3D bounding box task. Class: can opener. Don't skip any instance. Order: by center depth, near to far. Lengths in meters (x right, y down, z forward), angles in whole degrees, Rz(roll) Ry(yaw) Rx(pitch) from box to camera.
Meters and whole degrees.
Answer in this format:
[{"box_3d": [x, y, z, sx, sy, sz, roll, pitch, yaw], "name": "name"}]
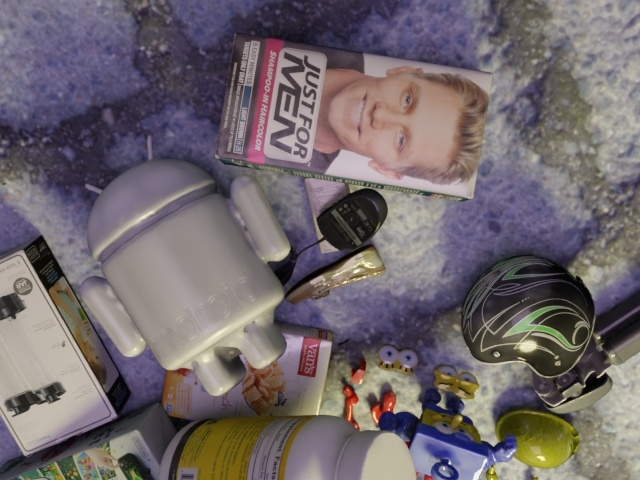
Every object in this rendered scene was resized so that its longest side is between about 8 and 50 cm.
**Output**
[{"box_3d": [0.440, 0.155, 1.469, 0.283, 0.076, 0.095, -36, 132, 12], "name": "can opener"}]

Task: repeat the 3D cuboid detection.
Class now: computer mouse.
[{"box_3d": [0.000, 0.000, 1.420, 0.242, 0.041, 0.071, -32, 98, 28], "name": "computer mouse"}]

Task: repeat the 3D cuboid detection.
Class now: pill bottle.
[{"box_3d": [-0.045, 0.337, 1.384, 0.334, 0.188, 0.188, -8, 107, 34], "name": "pill bottle"}]

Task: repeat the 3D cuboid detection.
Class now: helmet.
[{"box_3d": [0.283, 0.103, 1.406, 0.161, 0.169, 0.169, 21, 106, -19], "name": "helmet"}]

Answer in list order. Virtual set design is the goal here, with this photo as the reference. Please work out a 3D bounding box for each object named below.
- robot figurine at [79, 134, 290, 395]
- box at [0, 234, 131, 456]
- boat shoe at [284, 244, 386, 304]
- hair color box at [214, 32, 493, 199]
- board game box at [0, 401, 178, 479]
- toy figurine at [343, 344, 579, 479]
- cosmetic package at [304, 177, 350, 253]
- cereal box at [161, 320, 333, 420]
[{"box_3d": [-0.186, 0.035, 1.378, 0.300, 0.200, 0.353, -34, 86, 6], "name": "robot figurine"}, {"box_3d": [-0.431, 0.160, 1.505, 0.169, 0.087, 0.290, -25, 102, 10], "name": "box"}, {"box_3d": [0.020, 0.060, 1.466, 0.153, 0.056, 0.048, -29, 97, 3], "name": "boat shoe"}, {"box_3d": [0.044, -0.164, 1.355, 0.347, 0.105, 0.174, 9, 90, 1], "name": "hair color box"}, {"box_3d": [-0.333, 0.407, 1.544, 0.303, 0.097, 0.224, -24, 103, 19], "name": "board game box"}, {"box_3d": [0.194, 0.318, 1.439, 0.362, 0.217, 0.191, 22, 106, -1], "name": "toy figurine"}, {"box_3d": [0.018, -0.045, 1.443, 0.060, 0.041, 0.115, -9, 105, 7], "name": "cosmetic package"}, {"box_3d": [-0.111, 0.202, 1.516, 0.240, 0.047, 0.173, 10, 106, 1], "name": "cereal box"}]
